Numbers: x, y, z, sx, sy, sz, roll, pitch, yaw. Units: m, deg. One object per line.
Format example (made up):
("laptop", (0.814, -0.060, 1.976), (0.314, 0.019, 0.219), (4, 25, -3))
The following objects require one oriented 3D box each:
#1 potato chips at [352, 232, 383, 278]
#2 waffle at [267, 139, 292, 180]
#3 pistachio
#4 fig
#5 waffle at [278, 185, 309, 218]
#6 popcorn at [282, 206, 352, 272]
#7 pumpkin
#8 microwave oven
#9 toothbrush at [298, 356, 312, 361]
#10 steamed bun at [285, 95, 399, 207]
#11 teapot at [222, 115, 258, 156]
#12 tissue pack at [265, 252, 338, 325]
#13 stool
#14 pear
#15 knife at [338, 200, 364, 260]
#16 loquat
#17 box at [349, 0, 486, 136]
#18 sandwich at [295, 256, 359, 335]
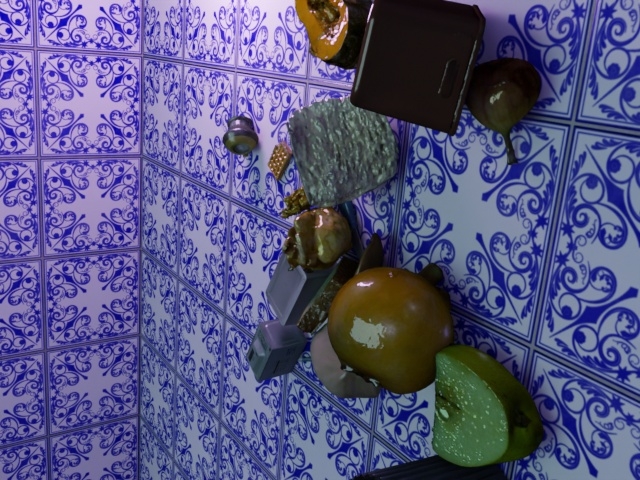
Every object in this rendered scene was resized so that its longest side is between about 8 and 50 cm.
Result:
("potato chips", (0.136, 0.076, 1.873), (0.062, 0.208, 0.195), (21, 93, 11))
("waffle", (-0.141, -0.280, 2.336), (0.092, 0.021, 0.135), (61, 140, 31))
("pistachio", (0.077, 0.341, 1.970), (0.226, 0.208, 0.332), (56, 169, -25))
("fig", (0.383, -0.275, 1.448), (0.160, 0.143, 0.230), (14, 106, 36))
("waffle", (-0.040, -0.135, 2.059), (0.070, 0.197, 0.193), (60, 156, 0))
("popcorn", (-0.001, -0.002, 1.987), (0.190, 0.253, 0.191), (17, 124, 15))
("pumpkin", (0.037, -0.617, 1.915), (0.222, 0.139, 0.317), (-51, 55, 43))
("microwave oven", (-0.158, 0.372, 2.345), (0.122, 0.162, 0.208), (60, 144, 32))
("toothbrush", (0.003, 0.393, 2.232), (0.276, 0.019, 0.025), (-11, 81, 56))
("steamed bun", (0.081, -0.246, 1.850), (0.272, 0.273, 0.290), (-8, 92, 13))
("teapot", (-0.289, -0.373, 2.470), (0.165, 0.130, 0.119), (82, -177, -65))
("tissue pack", (-0.059, 0.138, 2.180), (0.159, 0.136, 0.246), (57, 138, 33))
("stool", (0.264, 0.659, 1.609), (0.297, 0.330, 0.297), (12, 104, 54))
("pear", (0.388, 0.383, 1.540), (0.292, 0.159, 0.292), (20, 115, 52))
("knife", (0.103, -0.014, 2.019), (0.058, 0.032, 0.244), (-30, 75, 54))
("loquat", (0.192, 0.202, 1.690), (0.359, 0.328, 0.328), (-51, 37, -11))
("box", (0.206, -0.402, 1.469), (0.339, 0.230, 0.239), (-73, -3, -64))
("sandwich", (0.026, 0.160, 1.997), (0.065, 0.186, 0.214), (35, 119, -1))
